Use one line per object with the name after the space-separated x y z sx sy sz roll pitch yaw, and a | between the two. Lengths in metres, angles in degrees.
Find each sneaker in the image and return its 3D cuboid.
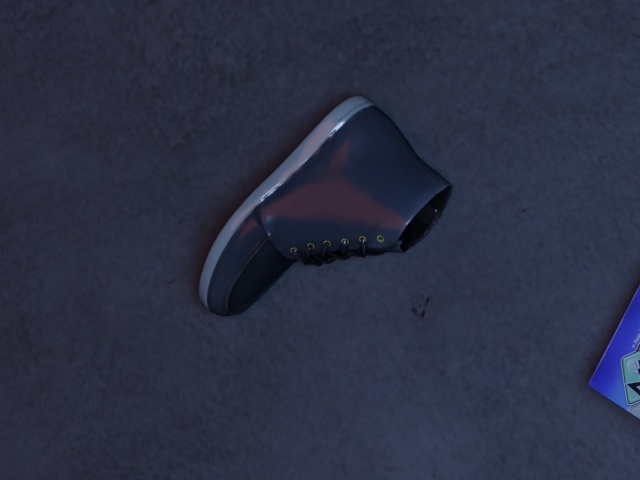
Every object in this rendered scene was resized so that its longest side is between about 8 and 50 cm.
0.000 0.000 1.592 0.118 0.083 0.222 45 105 20 | sneaker

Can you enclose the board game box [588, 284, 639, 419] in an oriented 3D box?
0.342 0.014 1.393 0.213 0.046 0.317 33 99 49 | board game box
